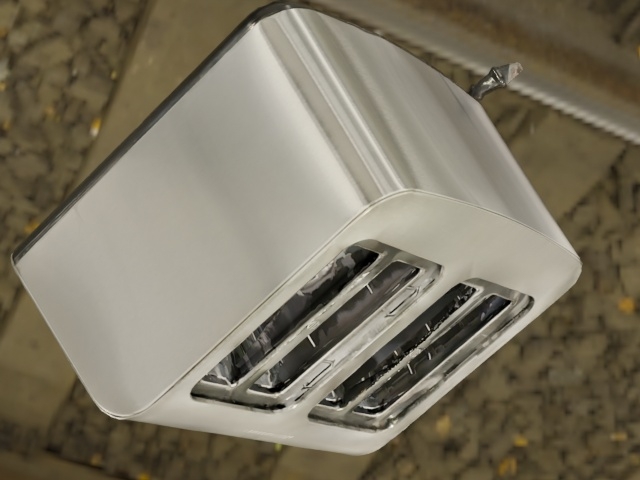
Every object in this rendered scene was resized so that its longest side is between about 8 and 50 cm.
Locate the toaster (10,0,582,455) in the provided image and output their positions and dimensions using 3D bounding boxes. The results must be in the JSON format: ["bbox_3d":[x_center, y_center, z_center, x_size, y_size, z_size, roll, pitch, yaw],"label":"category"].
[{"bbox_3d":[0.000,0.000,0.649,0.185,0.110,0.168,-42,149,19],"label":"toaster"}]
